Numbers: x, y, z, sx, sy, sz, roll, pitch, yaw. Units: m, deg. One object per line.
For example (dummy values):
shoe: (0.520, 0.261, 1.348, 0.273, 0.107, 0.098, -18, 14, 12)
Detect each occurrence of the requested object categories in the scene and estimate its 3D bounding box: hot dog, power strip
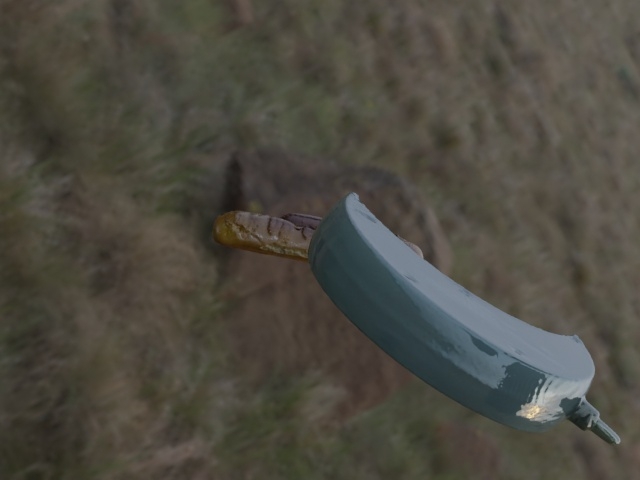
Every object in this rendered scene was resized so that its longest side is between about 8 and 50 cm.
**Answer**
hot dog: (0.000, 0.000, 1.635, 0.066, 0.216, 0.047, -38, 139, -85)
power strip: (0.103, 0.065, 1.143, 0.253, 0.054, 0.167, 34, 17, -8)
